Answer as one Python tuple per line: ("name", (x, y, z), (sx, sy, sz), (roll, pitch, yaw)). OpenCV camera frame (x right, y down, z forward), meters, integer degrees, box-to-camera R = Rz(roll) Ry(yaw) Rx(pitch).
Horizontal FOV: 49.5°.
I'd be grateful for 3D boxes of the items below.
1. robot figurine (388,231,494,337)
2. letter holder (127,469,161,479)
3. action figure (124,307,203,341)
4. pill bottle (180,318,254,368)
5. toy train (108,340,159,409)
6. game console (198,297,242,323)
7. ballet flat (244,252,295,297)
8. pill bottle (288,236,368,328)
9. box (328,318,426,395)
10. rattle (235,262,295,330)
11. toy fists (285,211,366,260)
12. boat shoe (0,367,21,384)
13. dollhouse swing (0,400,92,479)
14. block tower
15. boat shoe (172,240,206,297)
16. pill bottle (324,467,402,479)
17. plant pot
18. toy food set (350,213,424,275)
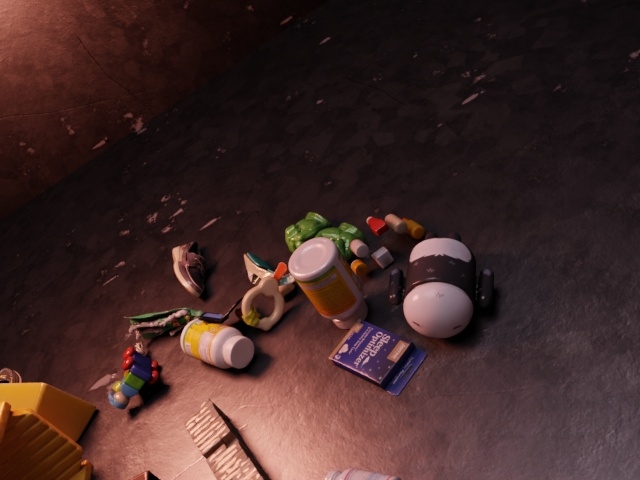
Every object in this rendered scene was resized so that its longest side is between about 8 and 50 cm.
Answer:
("robot figurine", (0.294, 0.108, 1.703), (0.209, 0.174, 0.278), (-35, 29, 40))
("letter holder", (-0.436, 0.721, 1.564), (0.214, 0.152, 0.302), (-28, 37, 10))
("action figure", (-0.472, 0.254, 2.152), (0.232, 0.137, 0.063), (-16, 54, 8))
("pill bottle", (-0.289, 0.294, 1.957), (0.208, 0.117, 0.117), (9, 54, 42))
("toy train", (-0.567, 0.400, 2.078), (0.143, 0.105, 0.248), (-55, 17, -1))
("game console", (-0.289, 0.198, 2.013), (0.107, 0.122, 0.071), (8, 90, 1))
("ballet flat", (-0.173, 0.112, 2.116), (0.086, 0.086, 0.248), (-44, 40, -14))
("pill bottle", (0.030, 0.120, 1.813), (0.136, 0.245, 0.136), (-20, 38, 17))
("box", (0.140, 0.286, 1.725), (0.225, 0.036, 0.136), (19, 60, 45))
("rattle", (-0.160, 0.155, 2.020), (0.143, 0.130, 0.199), (160, 131, -83))
("toy fists", (0.000, 0.000, 2.095), (0.279, 0.096, 0.142), (20, 62, 45))
("boat shoe", (-1.058, 0.493, 2.333), (0.081, 0.068, 0.228), (-39, 37, -8))
("dollhouse swing", (-0.750, 0.655, 1.698), (0.315, 0.347, 0.305), (-39, 37, -8))
("block tower", (-0.223, 0.523, 1.677), (0.097, 0.091, 0.335), (-39, 37, -9))
("boat shoe", (-0.426, 0.085, 2.307), (0.092, 0.103, 0.285), (-37, 31, 2))
("pill bottle", (0.089, 0.526, 1.450), (0.160, 0.087, 0.087), (-3, 47, 35))
("plant pot", (-0.825, 0.539, 2.015), (0.212, 0.212, 0.187), (-8, 56, 30))
("toy food set", (0.167, -0.004, 1.971), (0.232, 0.111, 0.104), (-36, 25, -3))
